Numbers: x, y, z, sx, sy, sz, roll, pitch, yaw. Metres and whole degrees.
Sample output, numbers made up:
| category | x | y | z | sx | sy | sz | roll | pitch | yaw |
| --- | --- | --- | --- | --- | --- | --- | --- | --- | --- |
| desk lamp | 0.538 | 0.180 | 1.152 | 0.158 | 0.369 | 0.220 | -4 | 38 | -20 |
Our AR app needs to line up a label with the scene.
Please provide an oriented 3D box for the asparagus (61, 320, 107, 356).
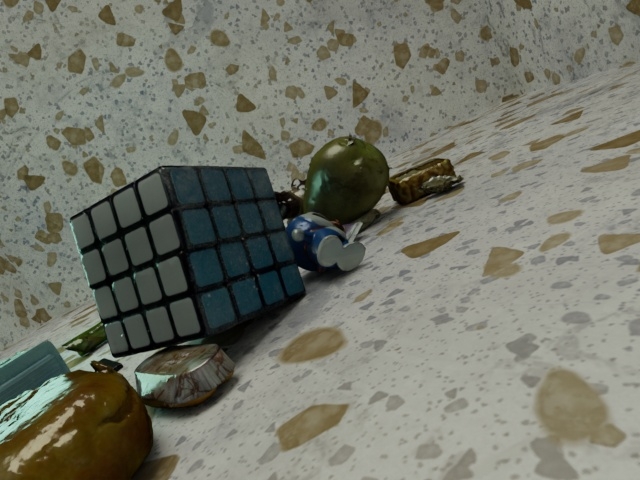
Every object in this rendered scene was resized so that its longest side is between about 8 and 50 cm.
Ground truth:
| category | x | y | z | sx | sy | sz | roll | pitch | yaw |
| --- | --- | --- | --- | --- | --- | --- | --- | --- | --- |
| asparagus | -0.784 | 0.322 | 1.638 | 0.082 | 0.085 | 0.343 | -14 | 15 | 35 |

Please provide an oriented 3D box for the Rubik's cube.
| category | x | y | z | sx | sy | sz | roll | pitch | yaw |
| --- | --- | --- | --- | --- | --- | --- | --- | --- | --- |
| Rubik's cube | -0.292 | 0.039 | 1.020 | 0.343 | 0.337 | 0.344 | -19 | -1 | 33 |

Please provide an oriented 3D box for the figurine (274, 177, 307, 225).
| category | x | y | z | sx | sy | sz | roll | pitch | yaw |
| --- | --- | --- | --- | --- | --- | --- | --- | --- | --- |
| figurine | -0.079 | -0.118 | 1.709 | 0.218 | 0.206 | 0.365 | 29 | 30 | 22 |

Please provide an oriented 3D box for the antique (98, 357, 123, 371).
| category | x | y | z | sx | sy | sz | roll | pitch | yaw |
| --- | --- | --- | --- | --- | --- | --- | --- | --- | --- |
| antique | -0.600 | 0.353 | 1.250 | 0.031 | 0.015 | 0.192 | -33 | 13 | -37 |

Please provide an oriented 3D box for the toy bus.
| category | x | y | z | sx | sy | sz | roll | pitch | yaw |
| --- | --- | --- | --- | --- | --- | --- | --- | --- | --- |
| toy bus | -0.857 | 0.419 | 1.168 | 0.190 | 0.152 | 0.312 | -21 | 11 | 25 |

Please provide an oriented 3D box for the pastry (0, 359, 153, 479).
| category | x | y | z | sx | sy | sz | roll | pitch | yaw |
| --- | --- | --- | --- | --- | --- | --- | --- | --- | --- |
| pastry | -0.402 | 0.313 | 0.621 | 0.356 | 0.164 | 0.356 | -22 | 12 | 5 |

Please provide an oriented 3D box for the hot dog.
| category | x | y | z | sx | sy | sz | roll | pitch | yaw |
| --- | --- | --- | --- | --- | --- | --- | --- | --- | --- |
| hot dog | -0.263 | 0.251 | 0.821 | 0.268 | 0.075 | 0.144 | -10 | 22 | 49 |

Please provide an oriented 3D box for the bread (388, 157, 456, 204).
| category | x | y | z | sx | sy | sz | roll | pitch | yaw |
| --- | --- | --- | --- | --- | --- | --- | --- | --- | --- |
| bread | 0.351 | -0.213 | 1.552 | 0.222 | 0.096 | 0.181 | -25 | 14 | 3 |

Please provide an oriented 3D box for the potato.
| category | x | y | z | sx | sy | sz | roll | pitch | yaw |
| --- | --- | --- | --- | --- | --- | --- | --- | --- | --- |
| potato | 0.061 | -0.181 | 1.496 | 0.359 | 0.270 | 0.219 | -49 | -9 | 36 |

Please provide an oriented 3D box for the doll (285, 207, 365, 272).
| category | x | y | z | sx | sy | sz | roll | pitch | yaw |
| --- | --- | --- | --- | --- | --- | --- | --- | --- | --- |
| doll | 0.000 | 0.004 | 1.138 | 0.257 | 0.215 | 0.161 | 15 | 79 | 60 |

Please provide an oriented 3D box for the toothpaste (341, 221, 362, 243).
| category | x | y | z | sx | sy | sz | roll | pitch | yaw |
| --- | --- | --- | --- | --- | --- | --- | --- | --- | --- |
| toothpaste | 0.000 | 0.000 | 1.417 | 0.299 | 0.073 | 0.114 | -10 | 37 | 45 |

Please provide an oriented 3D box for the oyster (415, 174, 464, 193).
| category | x | y | z | sx | sy | sz | roll | pitch | yaw |
| --- | --- | --- | --- | --- | --- | --- | --- | --- | --- |
| oyster | 0.382 | -0.177 | 1.417 | 0.148 | 0.051 | 0.103 | -4 | 17 | 23 |

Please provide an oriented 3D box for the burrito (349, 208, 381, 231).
| category | x | y | z | sx | sy | sz | roll | pitch | yaw |
| --- | --- | --- | --- | --- | --- | --- | --- | --- | --- |
| burrito | 0.135 | -0.057 | 1.437 | 0.149 | 0.041 | 0.055 | -33 | 3 | -20 |

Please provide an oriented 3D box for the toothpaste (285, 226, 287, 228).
| category | x | y | z | sx | sy | sz | roll | pitch | yaw |
| --- | --- | --- | --- | --- | --- | --- | --- | --- | --- |
| toothpaste | -0.155 | -0.041 | 1.823 | 0.205 | 0.036 | 0.056 | 8 | 10 | 24 |
